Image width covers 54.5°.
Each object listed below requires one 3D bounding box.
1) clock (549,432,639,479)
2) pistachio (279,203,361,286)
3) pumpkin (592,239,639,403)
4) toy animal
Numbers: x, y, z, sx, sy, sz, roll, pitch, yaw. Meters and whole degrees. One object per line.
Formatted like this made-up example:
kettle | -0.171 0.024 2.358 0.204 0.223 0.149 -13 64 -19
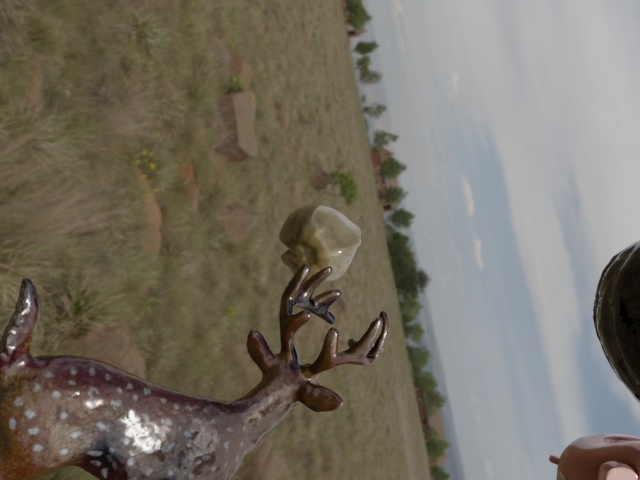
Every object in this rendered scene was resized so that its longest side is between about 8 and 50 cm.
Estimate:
clock | 0.454 0.339 0.879 0.241 0.227 0.142 58 41 -86
pistachio | 0.000 0.000 0.817 0.149 0.113 0.113 -64 142 -69
pumpkin | 0.499 0.069 0.706 0.266 0.363 0.363 56 3 14
toy animal | -0.086 0.116 0.391 0.243 0.259 0.087 29 1 -43
